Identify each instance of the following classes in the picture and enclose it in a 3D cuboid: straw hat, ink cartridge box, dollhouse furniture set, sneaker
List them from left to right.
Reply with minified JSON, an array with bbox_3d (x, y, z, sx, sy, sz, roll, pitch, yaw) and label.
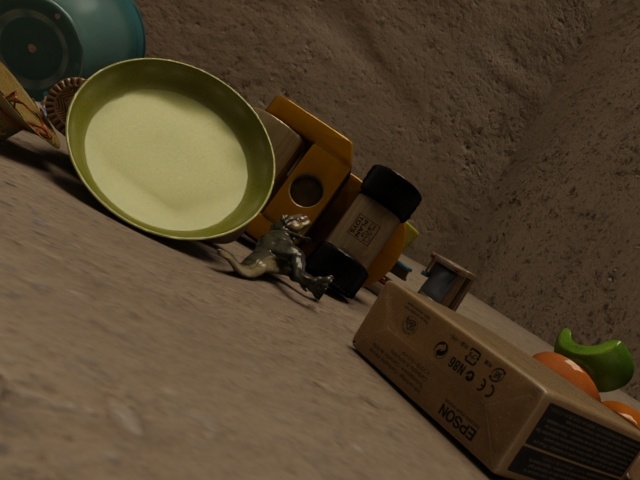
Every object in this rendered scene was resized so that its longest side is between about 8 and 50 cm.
[{"bbox_3d":[-0.353,-0.142,0.706,0.144,0.061,0.144,54,-3,4],"label":"straw hat"},{"bbox_3d":[-0.218,-0.098,0.861,0.282,0.099,0.153,38,-8,-12],"label":"sneaker"},{"bbox_3d":[0.173,0.070,1.244,0.184,0.129,0.129,33,6,27],"label":"dollhouse furniture set"},{"bbox_3d":[0.174,0.149,0.666,0.193,0.088,0.235,28,4,-34],"label":"ink cartridge box"}]

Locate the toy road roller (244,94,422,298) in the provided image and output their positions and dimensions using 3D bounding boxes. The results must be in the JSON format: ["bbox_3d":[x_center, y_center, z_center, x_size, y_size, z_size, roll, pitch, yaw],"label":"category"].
[{"bbox_3d":[-0.016,-0.054,1.078,0.330,0.202,0.240,35,-7,2],"label":"toy road roller"}]

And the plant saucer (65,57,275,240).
[{"bbox_3d":[-0.169,-0.102,0.756,0.241,0.241,0.037,29,-35,-13],"label":"plant saucer"}]

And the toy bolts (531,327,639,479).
[{"bbox_3d":[0.358,0.237,0.780,0.228,0.158,0.218,5,-59,54],"label":"toy bolts"}]

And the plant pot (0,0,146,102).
[{"bbox_3d":[-0.479,-0.358,1.187,0.272,0.271,0.255,29,19,-13],"label":"plant pot"}]

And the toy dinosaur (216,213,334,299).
[{"bbox_3d":[-0.041,0.028,0.827,0.118,0.064,0.268,35,16,4],"label":"toy dinosaur"}]

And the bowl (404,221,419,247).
[{"bbox_3d":[0.041,-0.037,1.343,0.289,0.156,0.289,36,3,-2],"label":"bowl"}]

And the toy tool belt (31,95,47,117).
[{"bbox_3d":[-0.399,-0.179,0.884,0.052,0.051,0.083,30,5,7],"label":"toy tool belt"}]
